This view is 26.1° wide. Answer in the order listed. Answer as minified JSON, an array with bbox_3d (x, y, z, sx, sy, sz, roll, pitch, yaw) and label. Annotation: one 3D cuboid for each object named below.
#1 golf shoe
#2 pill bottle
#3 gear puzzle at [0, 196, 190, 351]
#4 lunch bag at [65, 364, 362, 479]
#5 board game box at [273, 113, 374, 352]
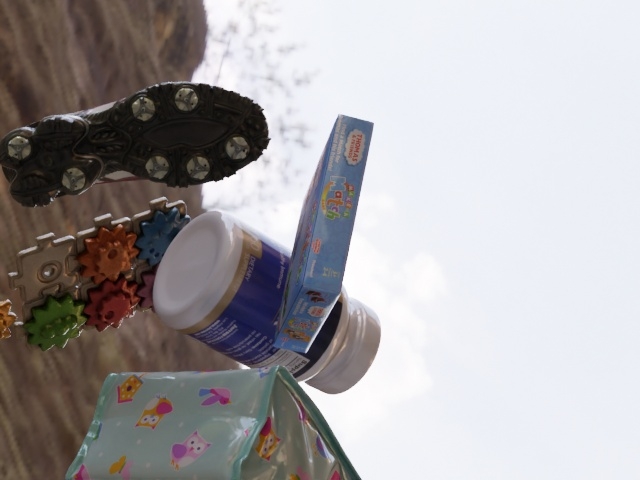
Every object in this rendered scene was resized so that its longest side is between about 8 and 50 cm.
[{"bbox_3d":[-0.187,-0.107,1.395,0.272,0.120,0.105,-8,-77,0],"label":"golf shoe"},{"bbox_3d":[-0.060,0.084,1.688,0.264,0.153,0.153,31,-47,-33],"label":"pill bottle"},{"bbox_3d":[-0.308,0.063,1.760,0.339,0.044,0.175,-19,-48,-28],"label":"gear puzzle"},{"bbox_3d":[-0.085,0.251,1.376,0.223,0.160,0.262,-4,-41,32],"label":"lunch bag"},{"bbox_3d":[0.000,0.000,1.257,0.039,0.160,0.211,13,-19,-4],"label":"board game box"}]
